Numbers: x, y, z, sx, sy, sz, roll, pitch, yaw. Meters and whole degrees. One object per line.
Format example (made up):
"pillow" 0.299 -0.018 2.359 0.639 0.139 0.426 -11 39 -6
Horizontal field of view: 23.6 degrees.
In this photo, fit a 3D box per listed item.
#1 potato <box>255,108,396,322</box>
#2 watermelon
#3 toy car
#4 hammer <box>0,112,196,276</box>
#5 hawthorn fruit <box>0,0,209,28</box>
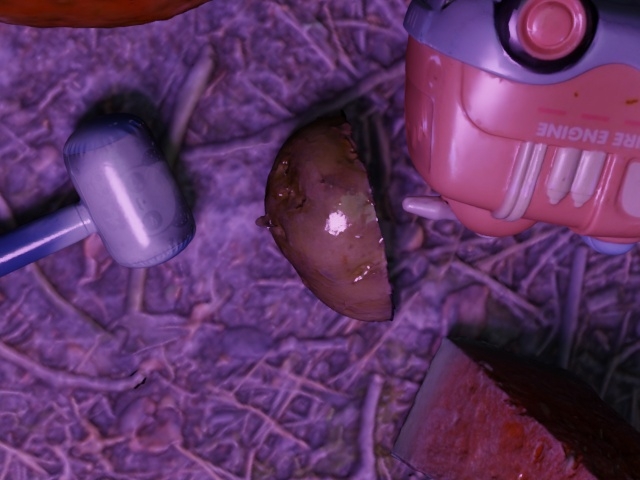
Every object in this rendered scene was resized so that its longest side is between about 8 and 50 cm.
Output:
"potato" 0.000 0.000 1.136 0.089 0.100 0.172 -13 106 -4
"watermelon" 0.190 0.187 1.127 0.193 0.257 0.140 24 95 -23
"toy car" 0.187 -0.097 1.120 0.270 0.180 0.212 6 110 -12
"hammer" -0.195 -0.009 1.108 0.194 0.069 0.116 -25 105 -1
"hawthorn fruit" -0.143 -0.313 0.898 0.403 0.403 0.403 -2 101 -11
